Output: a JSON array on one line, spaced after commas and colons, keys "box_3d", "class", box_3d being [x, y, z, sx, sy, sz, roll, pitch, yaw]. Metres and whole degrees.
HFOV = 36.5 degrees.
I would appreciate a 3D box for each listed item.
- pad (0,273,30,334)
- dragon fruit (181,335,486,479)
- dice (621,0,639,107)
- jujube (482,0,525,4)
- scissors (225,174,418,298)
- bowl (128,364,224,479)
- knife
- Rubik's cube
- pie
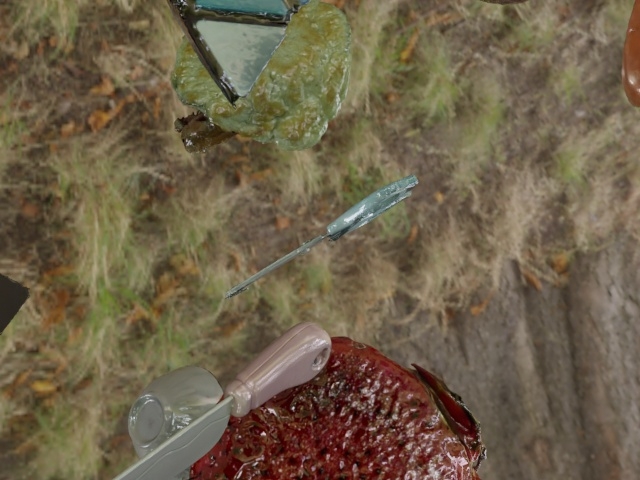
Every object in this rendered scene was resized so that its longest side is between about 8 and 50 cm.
[{"box_3d": [-0.375, 0.090, 0.725, 0.248, 0.367, 0.007, -57, 134, -14], "class": "pad"}, {"box_3d": [0.032, 0.324, 1.209, 0.370, 0.387, 0.249, 0, 166, 23], "class": "dragon fruit"}, {"box_3d": [0.461, -0.227, 1.107, 0.173, 0.174, 0.179, -8, 111, -48], "class": "dice"}, {"box_3d": [0.250, -0.548, 1.491, 0.276, 0.377, 0.276, -27, 156, -13], "class": "jujube"}, {"box_3d": [0.001, 0.001, 1.565, 0.360, 0.029, 0.191, -33, 175, -6], "class": "scissors"}, {"box_3d": [-0.238, 0.281, 1.492, 0.189, 0.189, 0.086, -38, 147, 24], "class": "bowl"}, {"box_3d": [-0.114, 0.185, 0.986, 0.336, 0.043, 0.081, -32, 144, -35], "class": "knife"}, {"box_3d": [-0.121, -0.234, 0.887, 0.250, 0.284, 0.234, 27, 159, -4], "class": "Rubik's cube"}, {"box_3d": [-0.089, -0.258, 1.448, 0.274, 0.257, 0.105, -1, 167, 11], "class": "pie"}]
